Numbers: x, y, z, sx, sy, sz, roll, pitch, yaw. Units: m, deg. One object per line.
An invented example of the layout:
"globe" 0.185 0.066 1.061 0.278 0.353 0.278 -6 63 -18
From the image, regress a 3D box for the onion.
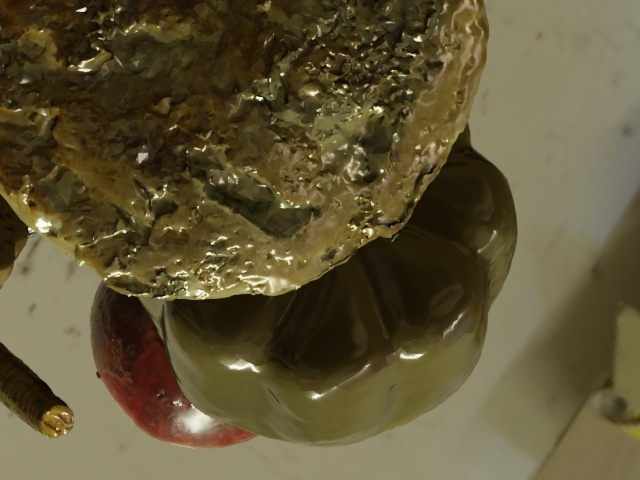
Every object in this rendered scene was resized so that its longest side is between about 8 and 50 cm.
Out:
"onion" -0.131 0.102 1.657 0.276 0.276 0.276 33 180 0

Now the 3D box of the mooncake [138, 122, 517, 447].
"mooncake" 0.000 0.000 1.355 0.378 0.378 0.201 33 160 11

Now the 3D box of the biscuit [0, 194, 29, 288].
"biscuit" -0.312 -0.091 1.056 0.320 0.047 0.183 51 -148 12

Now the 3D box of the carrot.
"carrot" -0.249 0.107 1.119 0.170 0.042 0.042 29 177 43

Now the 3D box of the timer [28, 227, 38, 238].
"timer" -0.337 -0.090 1.437 0.069 0.191 0.208 -99 -11 -60

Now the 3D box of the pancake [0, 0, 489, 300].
"pancake" -0.063 -0.127 0.904 0.356 0.356 0.065 33 -174 -5
